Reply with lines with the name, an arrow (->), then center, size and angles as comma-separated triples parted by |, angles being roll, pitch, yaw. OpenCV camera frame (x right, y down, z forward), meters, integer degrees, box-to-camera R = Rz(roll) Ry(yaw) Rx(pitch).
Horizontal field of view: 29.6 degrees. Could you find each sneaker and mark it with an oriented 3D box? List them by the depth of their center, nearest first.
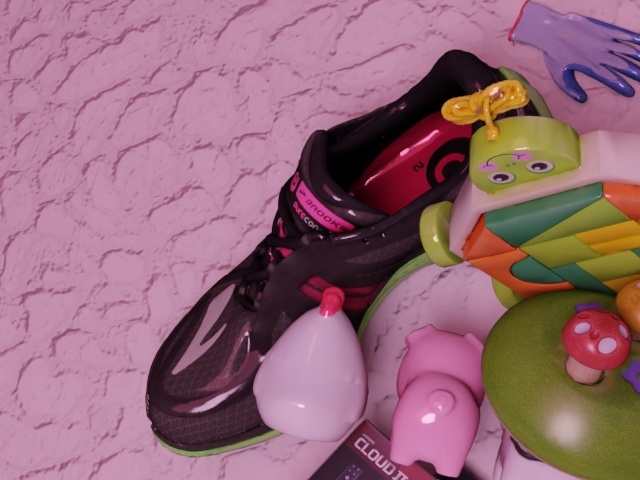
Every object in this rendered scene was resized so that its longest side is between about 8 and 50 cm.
sneaker -> 0.000, 0.000, 1.129 | 0.483, 0.202, 0.185 | -45, 53, 2

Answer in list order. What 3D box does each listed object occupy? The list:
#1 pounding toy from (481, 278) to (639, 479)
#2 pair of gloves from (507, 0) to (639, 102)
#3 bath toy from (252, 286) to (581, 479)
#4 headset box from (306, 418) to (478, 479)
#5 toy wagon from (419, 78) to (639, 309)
pounding toy -> 0.251, 0.093, 0.935 | 0.237, 0.110, 0.183 | 18, 45, 4
pair of gloves -> 0.280, -0.232, 1.196 | 0.159, 0.023, 0.198 | 29, 85, 28
bath toy -> 0.120, 0.130, 1.023 | 0.348, 0.151, 0.129 | 13, 91, 1
headset box -> 0.046, 0.317, 1.041 | 0.218, 0.110, 0.293 | 37, 75, 27
toy wagon -> 0.212, -0.019, 0.966 | 0.267, 0.344, 0.068 | -16, 60, 36
